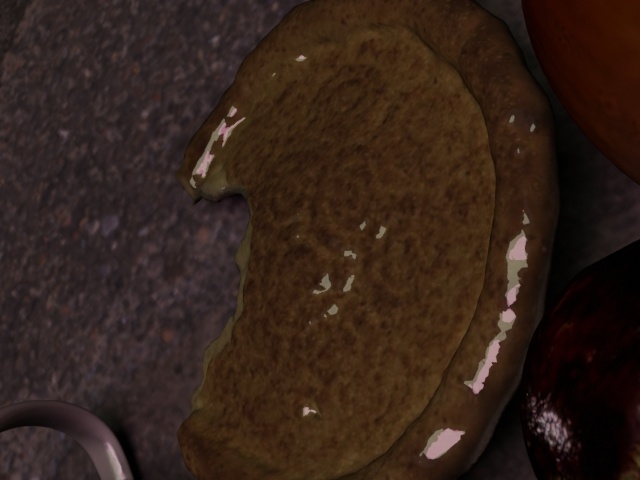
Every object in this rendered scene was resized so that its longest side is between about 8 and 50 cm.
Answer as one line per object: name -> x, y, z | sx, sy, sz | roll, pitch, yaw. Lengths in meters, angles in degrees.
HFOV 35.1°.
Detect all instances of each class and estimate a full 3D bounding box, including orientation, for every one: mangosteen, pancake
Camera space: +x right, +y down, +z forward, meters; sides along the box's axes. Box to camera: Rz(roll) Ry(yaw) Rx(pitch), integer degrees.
mangosteen -> 0.150, 0.083, 0.372 | 0.172, 0.172, 0.184 | 16, 119, 33
pancake -> 0.000, 0.000, 0.514 | 0.286, 0.033, 0.288 | 29, 96, 46

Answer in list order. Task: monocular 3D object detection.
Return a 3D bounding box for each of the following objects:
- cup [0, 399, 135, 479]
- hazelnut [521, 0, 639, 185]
cup -> -0.117, 0.168, 0.509 | 0.134, 0.142, 0.174 | -3, 75, 30
hazelnut -> 0.180, -0.118, 0.384 | 0.210, 0.186, 0.210 | -27, 28, 16
